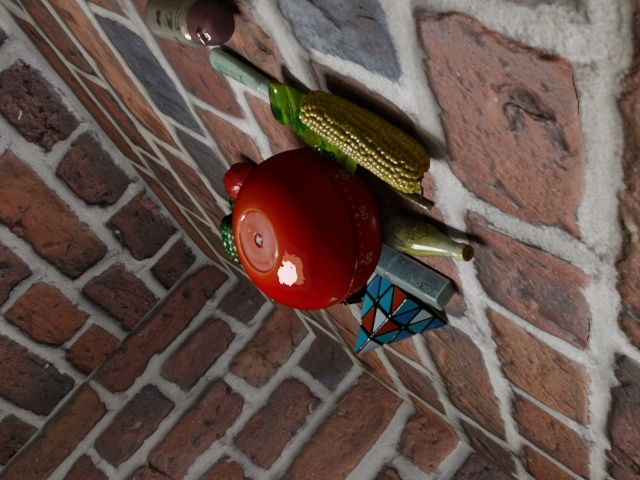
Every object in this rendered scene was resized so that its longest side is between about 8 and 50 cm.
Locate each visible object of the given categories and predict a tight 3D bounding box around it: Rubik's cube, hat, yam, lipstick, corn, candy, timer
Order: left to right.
[{"bbox_3d":[-0.204,-0.097,2.334,0.274,0.242,0.332,2,120,34],"label":"hat"},{"bbox_3d":[-0.038,-0.025,1.737,0.378,0.279,0.378,25,123,45],"label":"timer"},{"bbox_3d":[-0.005,-0.244,1.588,0.246,0.069,0.149,41,162,21],"label":"candy"},{"bbox_3d":[0.093,-0.194,1.422,0.310,0.101,0.101,39,166,22],"label":"corn"},{"bbox_3d":[0.188,0.134,2.089,0.250,0.284,0.234,80,169,-58],"label":"Rubik's cube"},{"bbox_3d":[0.216,0.082,1.944,0.289,0.077,0.076,30,165,35],"label":"lipstick"},{"bbox_3d":[0.192,-0.096,1.602,0.116,0.021,0.021,32,163,29],"label":"yam"}]

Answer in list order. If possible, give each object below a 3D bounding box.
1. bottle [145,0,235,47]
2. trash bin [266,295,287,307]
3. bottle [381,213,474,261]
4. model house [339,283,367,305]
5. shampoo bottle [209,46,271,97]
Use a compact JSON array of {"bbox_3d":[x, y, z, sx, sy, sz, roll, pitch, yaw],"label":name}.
[{"bbox_3d":[-0.267,-0.462,1.551,0.233,0.110,0.110,26,159,45],"label":"bottle"},{"bbox_3d":[-0.146,0.095,2.683,0.334,0.214,0.214,48,167,7],"label":"trash bin"},{"bbox_3d":[0.232,0.001,1.648,0.083,0.083,0.269,51,164,-32],"label":"bottle"},{"bbox_3d":[0.069,0.121,2.283,0.203,0.164,0.141,31,157,41],"label":"model house"},{"bbox_3d":[-0.172,-0.377,1.685,0.190,0.041,0.069,34,158,27],"label":"shampoo bottle"}]
